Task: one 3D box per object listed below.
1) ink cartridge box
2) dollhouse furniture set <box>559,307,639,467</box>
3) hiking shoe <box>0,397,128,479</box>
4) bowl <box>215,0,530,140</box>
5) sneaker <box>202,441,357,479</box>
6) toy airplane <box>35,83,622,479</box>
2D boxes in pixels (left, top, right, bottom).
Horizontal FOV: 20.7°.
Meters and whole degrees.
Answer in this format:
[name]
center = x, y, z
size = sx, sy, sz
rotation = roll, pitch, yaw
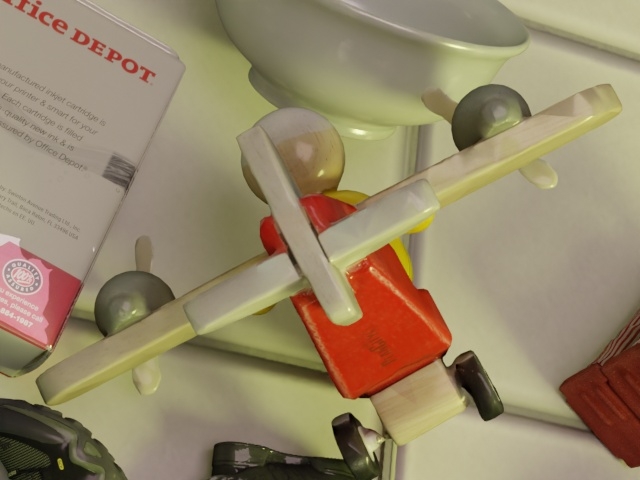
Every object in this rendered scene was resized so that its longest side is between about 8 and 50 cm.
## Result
[ink cartridge box]
center = -0.262, -0.064, 1.422
size = 0.207, 0.117, 0.283
rotation = 29, 64, -14
[dollhouse furniture set]
center = 0.431, 0.188, 1.646
size = 0.374, 0.152, 0.201
rotation = 46, 61, -5
[hiking shoe]
center = -0.201, 0.224, 1.376
size = 0.227, 0.086, 0.114
rotation = 46, 57, -6
[bowl]
center = 0.025, -0.179, 1.552
size = 0.298, 0.134, 0.298
rotation = 20, 21, -8
[sneaker]
center = -0.041, 0.221, 1.475
size = 0.170, 0.051, 0.089
rotation = 13, 69, -16
[toy airplane]
center = 0.000, 0.000, 1.372
size = 0.386, 0.384, 0.272
rotation = -3, 55, -34
